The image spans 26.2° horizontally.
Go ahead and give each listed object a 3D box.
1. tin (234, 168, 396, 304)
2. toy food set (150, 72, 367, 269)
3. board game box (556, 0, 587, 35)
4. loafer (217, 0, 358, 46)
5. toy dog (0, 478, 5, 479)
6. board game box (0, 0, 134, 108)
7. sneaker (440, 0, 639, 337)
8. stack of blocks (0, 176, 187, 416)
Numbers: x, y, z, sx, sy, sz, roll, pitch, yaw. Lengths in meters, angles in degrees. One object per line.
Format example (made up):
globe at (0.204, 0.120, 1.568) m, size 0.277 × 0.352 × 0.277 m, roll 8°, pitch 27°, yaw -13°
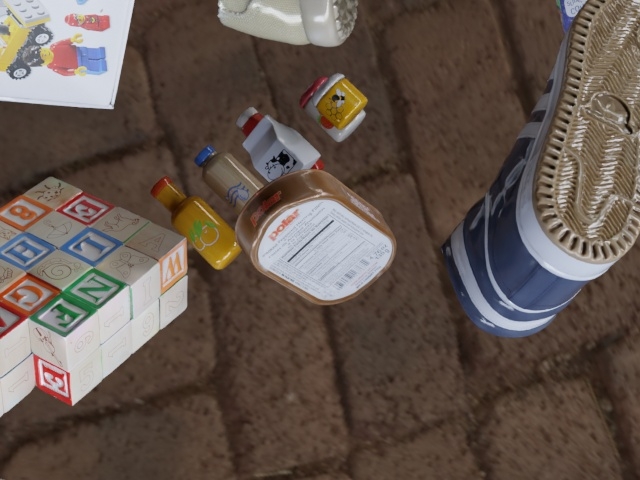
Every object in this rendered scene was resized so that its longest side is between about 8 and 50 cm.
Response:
tin at (0.000, 0.000, 1.254) m, size 0.106 × 0.189 × 0.040 m, roll -45°, pitch 53°, yaw 9°
toy food set at (-0.054, -0.092, 1.324) m, size 0.104 × 0.111 × 0.232 m, roll 44°, pitch 119°, yaw 5°
board game box at (0.392, -0.259, 1.642) m, size 0.201 × 0.035 × 0.136 m, roll -14°, pitch 108°, yaw 6°
loafer at (-0.044, -0.247, 0.842) m, size 0.092 × 0.102 × 0.268 m, roll -9°, pitch 96°, yaw 13°
toy dog at (-0.201, 0.052, 0.469) m, size 0.220 × 0.161 × 0.334 m, roll -19°, pitch 95°, yaw -26°
board game box at (-0.154, -0.192, 0.539) m, size 0.193 × 0.305 × 0.053 m, roll 4°, pitch 41°, yaw -18°
sneaker at (0.172, -0.055, 0.951) m, size 0.099 × 0.153 × 0.282 m, roll 31°, pitch 51°, yaw -2°
stack of blocks at (-0.275, 0.072, 1.237) m, size 0.171 × 0.087 × 0.297 m, roll 24°, pitch 42°, yaw 24°
